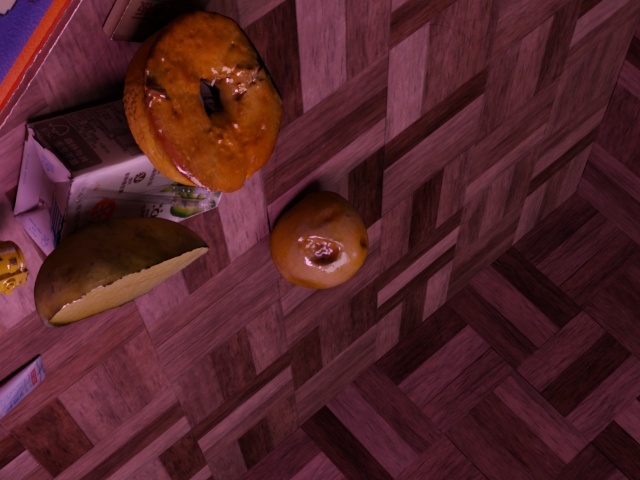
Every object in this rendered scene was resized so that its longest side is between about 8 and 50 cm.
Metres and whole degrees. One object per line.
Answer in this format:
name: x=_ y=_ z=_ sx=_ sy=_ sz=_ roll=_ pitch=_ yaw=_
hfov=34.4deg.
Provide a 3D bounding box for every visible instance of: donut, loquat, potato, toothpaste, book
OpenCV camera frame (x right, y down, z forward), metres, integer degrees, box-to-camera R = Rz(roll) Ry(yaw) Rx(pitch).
donut: x=-0.162 y=-0.190 z=1.443 sx=0.118 sy=0.253 sz=0.253 roll=-8 pitch=-168 yaw=46
loquat: x=-0.002 y=0.005 z=2.183 sx=0.213 sy=0.213 sz=0.213 roll=-37 pitch=157 yaw=-19
potato: x=-0.297 y=0.027 z=1.454 sx=0.160 sy=0.111 sz=0.272 roll=-35 pitch=173 yaw=41
toothpaste: x=-0.589 y=0.302 z=1.862 sx=0.234 sy=0.057 sz=0.089 roll=-40 pitch=161 yaw=-29
book: x=-0.190 y=-0.370 z=1.412 sx=0.161 sy=0.026 sz=0.231 roll=-9 pitch=139 yaw=-56

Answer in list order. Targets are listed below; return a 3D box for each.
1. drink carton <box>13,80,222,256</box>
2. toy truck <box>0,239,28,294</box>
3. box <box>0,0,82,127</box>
drink carton: x=-0.288 y=-0.107 z=1.553 sx=0.325 sy=0.132 sz=0.194 roll=-24 pitch=151 yaw=-40
toy truck: x=-0.528 y=0.051 z=1.434 sx=0.227 sy=0.114 sz=0.098 roll=-24 pitch=150 yaw=-42
box: x=-0.400 y=-0.254 z=0.811 sx=0.318 sy=0.349 sz=0.257 roll=-54 pitch=157 yaw=17
